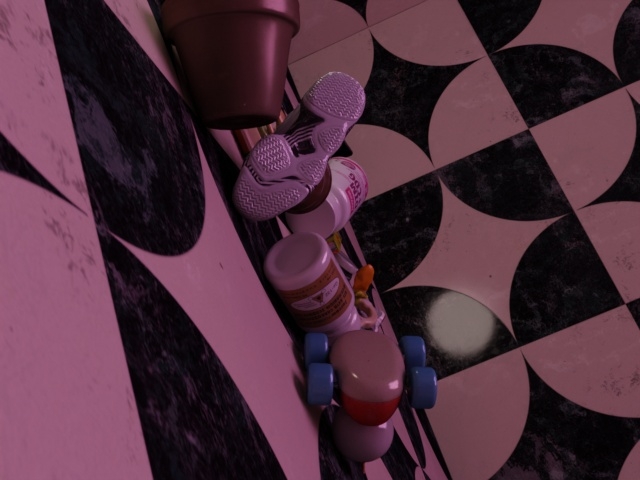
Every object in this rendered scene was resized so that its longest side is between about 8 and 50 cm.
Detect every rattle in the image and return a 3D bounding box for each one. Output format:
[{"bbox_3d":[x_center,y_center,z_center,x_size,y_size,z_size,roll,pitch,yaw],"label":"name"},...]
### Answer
[{"bbox_3d":[0.122,0.184,2.212,0.130,0.143,0.199,40,21,-15],"label":"rattle"}]

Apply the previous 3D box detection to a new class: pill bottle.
[{"bbox_3d":[0.017,-0.108,2.131,0.160,0.160,0.283,65,26,-13],"label":"pill bottle"},{"bbox_3d":[-0.007,0.103,1.556,0.131,0.131,0.229,-106,170,-49],"label":"pill bottle"}]

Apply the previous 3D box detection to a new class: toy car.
[{"bbox_3d":[0.076,0.304,1.466,0.210,0.219,0.237,-100,-166,-67],"label":"toy car"}]

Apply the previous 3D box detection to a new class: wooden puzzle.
[{"bbox_3d":[-0.182,-0.275,1.915,0.221,0.044,0.238,4,67,-83],"label":"wooden puzzle"}]

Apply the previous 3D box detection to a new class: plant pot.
[{"bbox_3d":[-0.074,-0.139,1.825,0.166,0.167,0.165,67,15,2],"label":"plant pot"},{"bbox_3d":[-0.161,-0.334,1.533,0.263,0.263,0.229,14,70,-82],"label":"plant pot"}]

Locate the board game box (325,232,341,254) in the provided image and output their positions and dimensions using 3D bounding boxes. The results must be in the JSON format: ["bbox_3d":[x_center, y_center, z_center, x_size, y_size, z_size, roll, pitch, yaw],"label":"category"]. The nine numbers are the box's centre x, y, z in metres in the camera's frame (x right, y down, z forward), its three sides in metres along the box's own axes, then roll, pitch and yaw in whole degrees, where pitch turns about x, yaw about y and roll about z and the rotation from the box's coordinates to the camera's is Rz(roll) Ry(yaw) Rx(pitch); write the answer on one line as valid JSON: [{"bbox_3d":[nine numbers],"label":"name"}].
[{"bbox_3d":[0.005,0.012,2.151,0.181,0.092,0.043,-77,142,-79],"label":"board game box"}]

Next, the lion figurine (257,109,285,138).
[{"bbox_3d":[-0.095,-0.257,2.256,0.392,0.142,0.240,22,51,-61],"label":"lion figurine"}]

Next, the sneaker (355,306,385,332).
[{"bbox_3d":[0.103,0.229,2.331,0.132,0.086,0.228,42,20,0],"label":"sneaker"}]

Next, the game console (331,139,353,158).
[{"bbox_3d":[0.029,-0.295,2.330,0.122,0.107,0.071,52,40,-29],"label":"game console"}]

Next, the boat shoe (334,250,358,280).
[{"bbox_3d":[0.039,0.076,2.234,0.114,0.091,0.302,41,3,4],"label":"boat shoe"}]

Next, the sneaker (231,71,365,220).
[{"bbox_3d":[-0.057,-0.161,1.611,0.137,0.365,0.210,38,-23,-4],"label":"sneaker"}]
